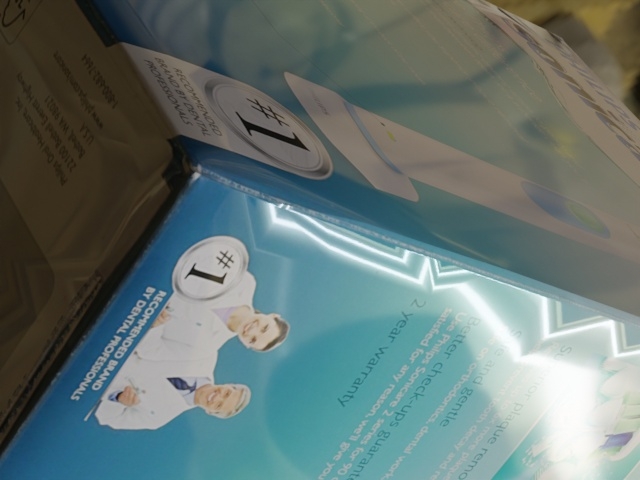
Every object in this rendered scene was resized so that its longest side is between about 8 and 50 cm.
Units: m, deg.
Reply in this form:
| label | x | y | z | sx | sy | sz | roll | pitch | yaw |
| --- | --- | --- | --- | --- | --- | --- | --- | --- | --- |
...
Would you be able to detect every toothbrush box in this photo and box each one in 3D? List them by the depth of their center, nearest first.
| label | x | y | z | sx | sy | sz | roll | pitch | yaw |
| --- | --- | --- | --- | --- | --- | --- | --- | --- | --- |
| toothbrush box | 0.000 | 0.000 | 0.561 | 0.295 | 0.216 | 0.126 | 17 | 117 | -42 |
